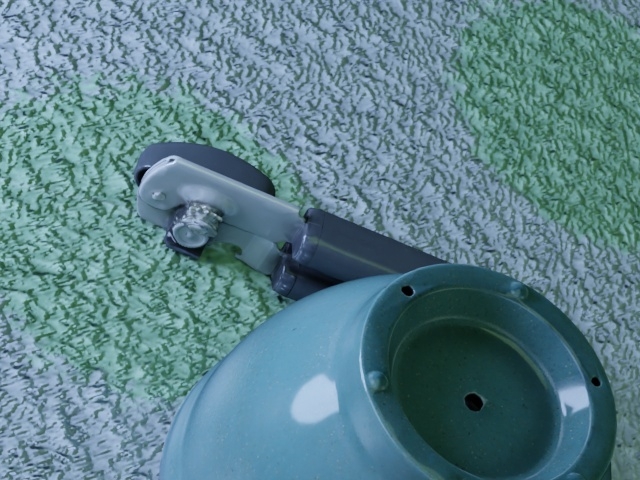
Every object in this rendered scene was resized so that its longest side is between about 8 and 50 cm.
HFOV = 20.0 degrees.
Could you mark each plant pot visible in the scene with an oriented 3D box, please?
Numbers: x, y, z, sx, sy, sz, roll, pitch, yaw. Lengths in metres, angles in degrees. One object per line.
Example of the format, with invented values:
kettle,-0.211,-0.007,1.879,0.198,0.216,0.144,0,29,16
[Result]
plant pot,0.067,0.137,1.146,0.293,0.196,0.293,14,52,-18

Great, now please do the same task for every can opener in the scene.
can opener,0.000,0.000,1.292,0.280,0.074,0.093,25,48,-9
